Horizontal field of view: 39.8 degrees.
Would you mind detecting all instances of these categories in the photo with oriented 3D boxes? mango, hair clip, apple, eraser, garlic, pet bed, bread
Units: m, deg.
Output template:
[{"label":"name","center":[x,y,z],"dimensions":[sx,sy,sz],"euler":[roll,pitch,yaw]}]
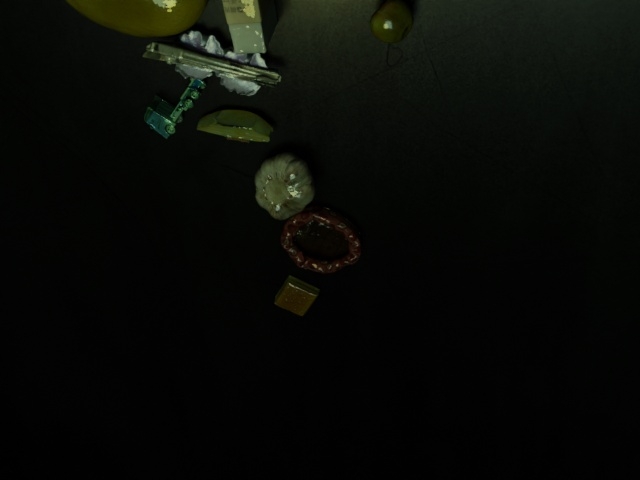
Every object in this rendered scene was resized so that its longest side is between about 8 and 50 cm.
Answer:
[{"label":"mango","center":[-0.375,-0.499,1.755],"dimensions":[0.332,0.142,0.195],"euler":[5,126,18]},{"label":"hair clip","center":[-0.223,-0.375,1.845],"dimensions":[0.292,0.084,0.106],"euler":[14,95,-5]},{"label":"apple","center":[0.140,-0.430,1.724],"dimensions":[0.074,0.089,0.089],"euler":[37,131,12]},{"label":"eraser","center":[-0.149,-0.535,1.666],"dimensions":[0.078,0.144,0.343],"euler":[-1,130,11]},{"label":"garlic","center":[-0.080,-0.127,2.021],"dimensions":[0.147,0.102,0.159],"euler":[22,120,11]},{"label":"pet bed","center":[0.000,0.000,2.141],"dimensions":[0.201,0.053,0.201],"euler":[9,128,11]},{"label":"bread","center":[-0.061,0.144,2.285],"dimensions":[0.090,0.035,0.094],"euler":[26,130,-10]}]

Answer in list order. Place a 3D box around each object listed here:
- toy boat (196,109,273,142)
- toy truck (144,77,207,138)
[{"label":"toy boat","center":[-0.191,-0.252,1.966],"dimensions":[0.172,0.065,0.066],"euler":[10,150,7]},{"label":"toy truck","center":[-0.319,-0.309,1.941],"dimensions":[0.081,0.067,0.175],"euler":[33,128,-14]}]
